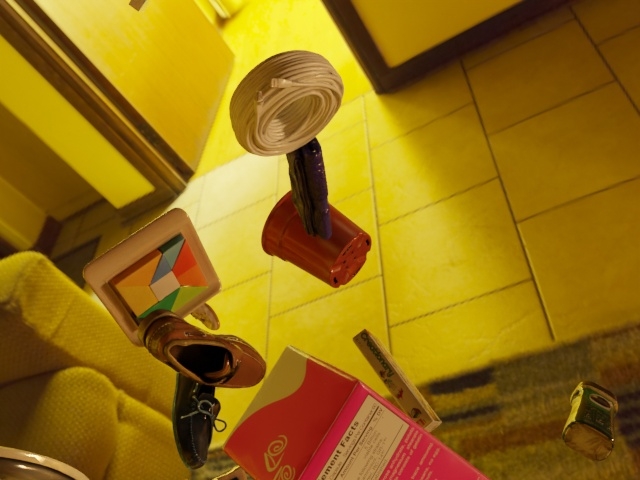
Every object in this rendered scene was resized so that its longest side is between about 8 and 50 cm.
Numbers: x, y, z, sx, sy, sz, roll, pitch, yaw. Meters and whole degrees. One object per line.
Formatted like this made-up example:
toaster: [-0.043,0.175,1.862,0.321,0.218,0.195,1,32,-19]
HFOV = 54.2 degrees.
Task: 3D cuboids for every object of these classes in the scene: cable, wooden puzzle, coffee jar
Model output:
cable: [-0.073,-0.284,1.322,0.257,0.257,0.089,-20,67,-36]
wooden puzzle: [-0.314,0.081,1.225,0.221,0.238,0.044,-37,47,-19]
coffee jar: [0.576,0.377,1.329,0.096,0.079,0.184,29,30,17]

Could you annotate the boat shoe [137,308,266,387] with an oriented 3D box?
boat shoe: [-0.204,0.232,1.178,0.104,0.307,0.110,30,89,46]

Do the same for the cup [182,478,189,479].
cup: [-0.287,0.624,1.082,0.331,0.237,0.331,-39,-2,-2]

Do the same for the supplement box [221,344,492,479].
supplement box: [0.041,0.203,0.559,0.114,0.220,0.111,-55,31,-14]

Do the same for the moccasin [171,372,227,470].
moccasin: [-0.332,0.451,1.705,0.117,0.137,0.342,-20,43,4]

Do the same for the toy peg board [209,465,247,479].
toy peg board: [-0.226,0.646,1.469,0.161,0.161,0.079,-21,22,-21]

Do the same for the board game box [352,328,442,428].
board game box: [0.215,0.393,1.744,0.053,0.193,0.305,-38,66,3]

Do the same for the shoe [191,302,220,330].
shoe: [-0.405,0.215,1.990,0.219,0.076,0.058,41,48,20]

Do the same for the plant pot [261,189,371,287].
plant pot: [0.000,0.000,1.982,0.265,0.272,0.272,35,76,27]

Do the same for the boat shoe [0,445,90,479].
boat shoe: [-0.362,0.344,0.805,0.116,0.319,0.099,4,56,16]

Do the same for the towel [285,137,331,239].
towel: [-0.048,-0.169,1.588,0.076,0.308,0.227,-19,50,-10]

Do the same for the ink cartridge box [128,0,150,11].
ink cartridge box: [-0.413,-0.559,1.449,0.048,0.028,0.083,-53,15,14]
